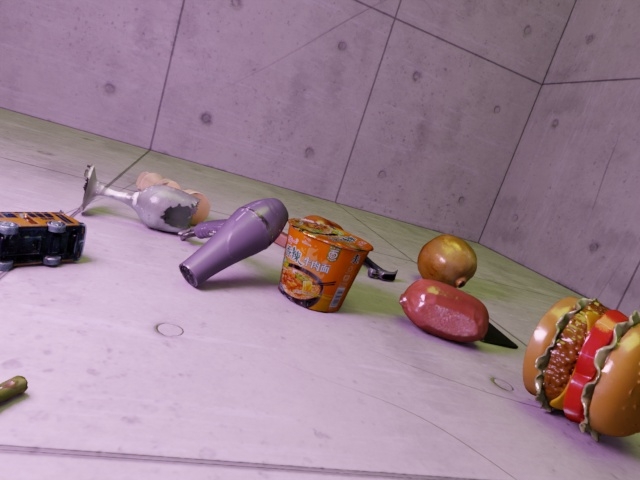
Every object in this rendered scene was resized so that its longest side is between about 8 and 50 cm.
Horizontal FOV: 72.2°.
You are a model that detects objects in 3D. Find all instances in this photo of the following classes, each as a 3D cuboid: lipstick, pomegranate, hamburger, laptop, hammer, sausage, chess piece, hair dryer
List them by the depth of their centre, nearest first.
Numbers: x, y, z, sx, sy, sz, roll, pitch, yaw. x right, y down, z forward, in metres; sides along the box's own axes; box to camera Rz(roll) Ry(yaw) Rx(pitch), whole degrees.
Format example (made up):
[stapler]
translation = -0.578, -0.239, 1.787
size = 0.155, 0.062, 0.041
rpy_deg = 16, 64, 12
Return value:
[hamburger]
translation = 0.573, 0.259, 0.887
size = 0.274, 0.275, 0.212
rpy_deg = 10, 8, -34
[hair dryer]
translation = -0.281, -0.001, 1.135
size = 0.360, 0.121, 0.301
rpy_deg = 0, 32, 47
[sausage]
translation = 0.331, 0.187, 1.166
size = 0.254, 0.148, 0.148
rpy_deg = 19, 12, 1
[laptop]
translation = 0.492, 0.267, 1.342
size = 0.135, 0.016, 0.197
rpy_deg = 13, 13, -17
[chess piece]
translation = -0.546, -0.168, 1.552
size = 0.396, 0.117, 0.117
rpy_deg = 26, 14, 38
[lipstick]
translation = -0.164, -0.019, 1.588
size = 0.145, 0.045, 0.045
rpy_deg = 27, 14, 31
[hammer]
translation = 0.190, 0.084, 1.665
size = 0.137, 0.037, 0.290
rpy_deg = 12, 13, -23
[pomegranate]
translation = 0.484, 0.082, 1.695
size = 0.232, 0.233, 0.233
rpy_deg = 17, 12, -4

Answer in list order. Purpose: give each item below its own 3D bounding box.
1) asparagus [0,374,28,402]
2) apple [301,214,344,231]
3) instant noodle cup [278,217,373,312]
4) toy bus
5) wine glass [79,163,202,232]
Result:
[asparagus]
translation = -0.378, 0.187, 0.404
size = 0.025, 0.025, 0.248
rpy_deg = 61, 14, -3
[apple]
translation = 0.000, 0.000, 1.462
size = 0.200, 0.162, 0.201
rpy_deg = 15, 12, -3
[instant noodle cup]
translation = 0.000, 0.063, 1.125
size = 0.230, 0.183, 0.230
rpy_deg = 17, 12, -4
[toy bus]
translation = -0.561, -0.006, 0.838
size = 0.103, 0.092, 0.182
rpy_deg = 25, 15, 28
[wine glass]
translation = -0.510, -0.110, 1.256
size = 0.320, 0.144, 0.143
rpy_deg = 13, 13, -22
